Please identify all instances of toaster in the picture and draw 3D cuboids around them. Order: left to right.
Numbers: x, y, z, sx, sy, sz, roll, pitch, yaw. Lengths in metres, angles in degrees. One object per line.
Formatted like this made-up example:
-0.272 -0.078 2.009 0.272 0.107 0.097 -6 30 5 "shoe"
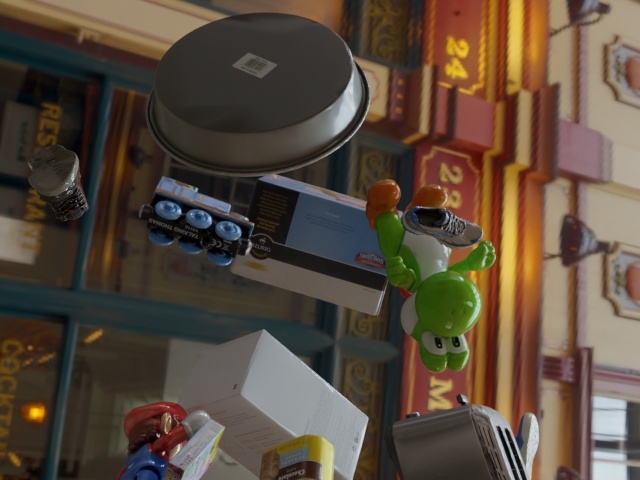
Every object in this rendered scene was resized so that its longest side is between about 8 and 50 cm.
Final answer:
0.188 0.319 1.189 0.146 0.129 0.227 -25 -115 20 "toaster"

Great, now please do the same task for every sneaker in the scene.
-0.410 -0.078 1.484 0.118 0.083 0.222 68 -11 -24 "sneaker"
0.199 -0.024 1.475 0.058 0.135 0.052 110 -8 -70 "sneaker"
0.296 0.346 1.463 0.084 0.058 0.152 6 -91 32 "sneaker"

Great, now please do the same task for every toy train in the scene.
-0.193 -0.030 1.458 0.105 0.184 0.080 -79 -170 -54 "toy train"

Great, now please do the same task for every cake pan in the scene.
-0.083 -0.200 1.173 0.054 0.293 0.293 85 -9 -47 "cake pan"

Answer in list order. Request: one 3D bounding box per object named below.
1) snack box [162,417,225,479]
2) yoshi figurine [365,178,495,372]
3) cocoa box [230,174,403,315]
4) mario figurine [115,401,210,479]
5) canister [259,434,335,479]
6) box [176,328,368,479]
-0.227 0.392 1.613 0.141 0.037 0.100 -42 155 -57 "snack box"
0.196 0.045 1.596 0.203 0.203 0.362 -25 -125 16 "yoshi figurine"
0.000 0.000 2.121 0.231 0.347 0.228 -61 168 -81 "cocoa box"
-0.289 0.427 1.681 0.320 0.198 0.170 -79 159 -60 "mario figurine"
-0.039 0.374 1.306 0.126 0.073 0.170 -30 -144 31 "canister"
-0.099 0.374 1.951 0.215 0.345 0.168 -22 -145 39 "box"
